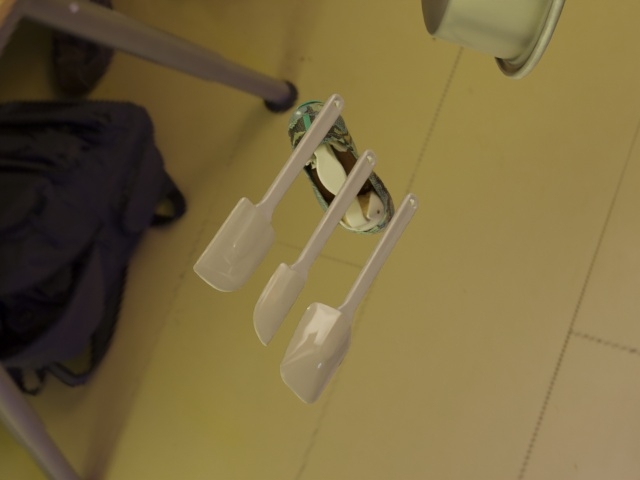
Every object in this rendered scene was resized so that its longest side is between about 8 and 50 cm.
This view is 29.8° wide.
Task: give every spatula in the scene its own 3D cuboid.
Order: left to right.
[{"bbox_3d":[0.000,0.000,1.022,0.019,0.168,0.242,-17,31,45],"label":"spatula"}]

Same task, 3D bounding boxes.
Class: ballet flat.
[{"bbox_3d":[0.021,-0.050,1.142,0.070,0.188,0.070,-18,46,20],"label":"ballet flat"}]

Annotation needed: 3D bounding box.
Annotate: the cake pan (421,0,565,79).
[{"bbox_3d":[0.097,-0.236,0.656,0.054,0.293,0.293,4,71,-2],"label":"cake pan"}]
